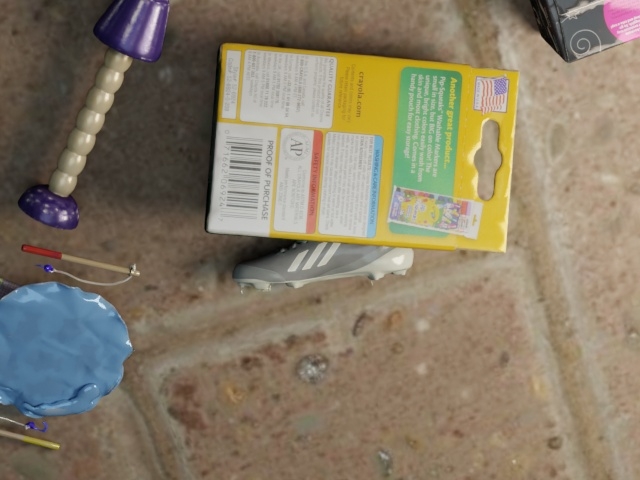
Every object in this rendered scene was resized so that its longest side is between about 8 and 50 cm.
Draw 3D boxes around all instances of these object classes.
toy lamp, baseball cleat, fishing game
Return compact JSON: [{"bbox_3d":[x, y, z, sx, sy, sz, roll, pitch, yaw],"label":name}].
[{"bbox_3d":[-0.238,-0.145,1.874,0.080,0.080,0.274,23,108,-12],"label":"toy lamp"},{"bbox_3d":[0.000,0.000,1.957,0.206,0.072,0.109,-5,95,-8],"label":"baseball cleat"},{"bbox_3d":[-0.306,0.120,1.970,0.189,0.041,0.264,13,117,-20],"label":"fishing game"}]

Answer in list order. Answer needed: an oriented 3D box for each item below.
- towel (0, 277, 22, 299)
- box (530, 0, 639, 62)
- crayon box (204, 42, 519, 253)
[{"bbox_3d":[-0.352,0.077,1.973,0.083,0.009,0.060,27,105,-13],"label":"towel"},{"bbox_3d":[0.336,-0.314,1.832,0.247,0.142,0.163,-20,108,1],"label":"box"},{"bbox_3d":[0.043,-0.096,1.883,0.323,0.083,0.203,5,90,-6],"label":"crayon box"}]
